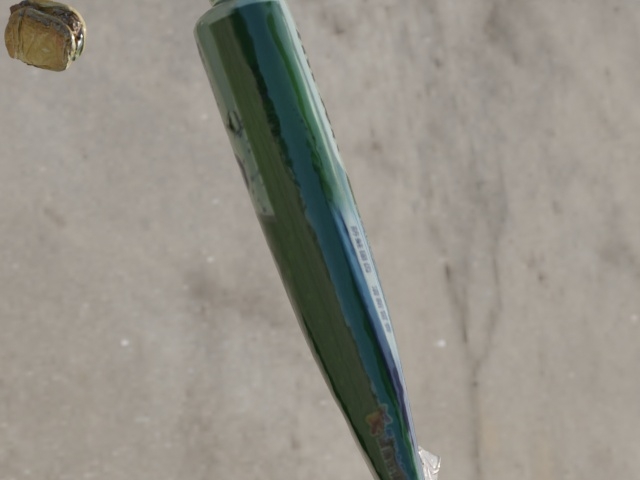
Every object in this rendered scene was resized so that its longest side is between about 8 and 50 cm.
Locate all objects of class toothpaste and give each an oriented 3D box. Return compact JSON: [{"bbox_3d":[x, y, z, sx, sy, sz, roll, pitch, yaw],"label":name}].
[{"bbox_3d":[0.000,0.000,0.902,0.099,0.061,0.392,85,-14,-81],"label":"toothpaste"}]

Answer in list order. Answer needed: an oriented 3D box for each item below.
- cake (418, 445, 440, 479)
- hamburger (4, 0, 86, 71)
[{"bbox_3d":[0.093,0.247,1.781,0.121,0.052,0.065,59,37,-38],"label":"cake"},{"bbox_3d":[-0.287,-0.216,1.614,0.044,0.083,0.076,-69,179,-49],"label":"hamburger"}]
